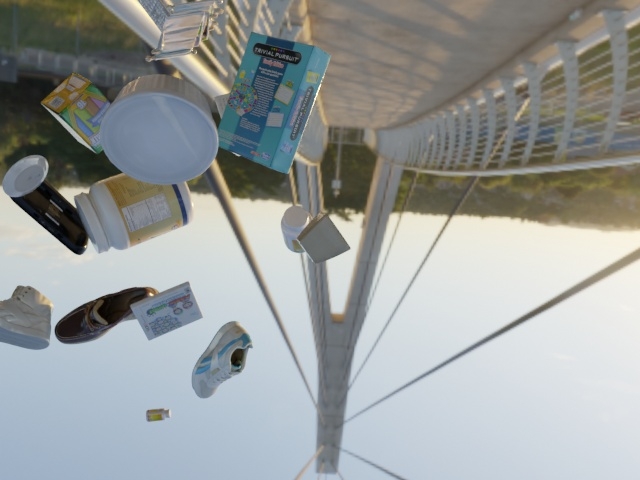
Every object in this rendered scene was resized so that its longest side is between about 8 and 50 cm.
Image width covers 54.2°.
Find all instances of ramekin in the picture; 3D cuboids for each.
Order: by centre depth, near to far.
[{"bbox_3d":[-0.382,-0.275,1.510,0.273,0.272,0.127,3,-135,-10],"label":"ramekin"}]

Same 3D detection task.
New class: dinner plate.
[{"bbox_3d":[-0.803,-0.173,1.712,0.017,0.141,0.141,38,-167,12],"label":"dinner plate"}]

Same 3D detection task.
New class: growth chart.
[{"bbox_3d":[-0.357,-0.556,1.658,0.172,0.021,0.237,-18,166,-34],"label":"growth chart"}]

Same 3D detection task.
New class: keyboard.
[{"bbox_3d":[-0.576,-0.805,2.087,0.256,0.072,0.014,53,-151,16],"label":"keyboard"}]

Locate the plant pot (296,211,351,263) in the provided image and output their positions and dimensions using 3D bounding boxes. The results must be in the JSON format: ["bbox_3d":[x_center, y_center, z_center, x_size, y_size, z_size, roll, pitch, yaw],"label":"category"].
[{"bbox_3d":[0.000,0.000,1.583,0.096,0.109,0.109,-35,-171,-4],"label":"plant pot"}]

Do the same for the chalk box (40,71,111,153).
[{"bbox_3d":[-0.651,-0.345,1.777,0.132,0.132,0.213,30,164,38],"label":"chalk box"}]

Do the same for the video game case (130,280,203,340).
[{"bbox_3d":[-0.398,0.186,1.634,0.157,0.143,0.019,-23,-133,-13],"label":"video game case"}]

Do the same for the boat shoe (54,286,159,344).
[{"bbox_3d":[-0.662,0.219,1.897,0.342,0.123,0.123,-18,164,2],"label":"boat shoe"}]

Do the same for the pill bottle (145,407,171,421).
[{"bbox_3d":[-0.582,0.627,2.247,0.083,0.043,0.043,-5,-175,-3],"label":"pill bottle"}]

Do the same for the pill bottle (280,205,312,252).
[{"bbox_3d":[-0.094,-0.050,2.593,0.136,0.136,0.245,4,158,4],"label":"pill bottle"}]

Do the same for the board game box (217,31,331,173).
[{"bbox_3d":[-0.140,-0.382,1.723,0.254,0.336,0.079,26,-171,37],"label":"board game box"}]

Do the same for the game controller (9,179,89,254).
[{"bbox_3d":[-0.835,-0.092,1.941,0.067,0.319,0.166,-23,-140,19],"label":"game controller"}]

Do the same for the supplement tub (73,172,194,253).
[{"bbox_3d":[-0.582,-0.105,1.961,0.316,0.228,0.228,-24,-164,-23],"label":"supplement tub"}]

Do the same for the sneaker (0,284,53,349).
[{"bbox_3d":[-0.914,0.196,1.796,0.108,0.169,0.293,-33,135,28],"label":"sneaker"}]

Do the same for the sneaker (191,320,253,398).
[{"bbox_3d":[-0.252,0.320,1.592,0.087,0.228,0.092,8,-153,-50],"label":"sneaker"}]

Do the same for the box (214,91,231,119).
[{"bbox_3d":[-0.244,-0.375,1.992,0.119,0.180,0.182,-18,-177,0],"label":"box"}]
